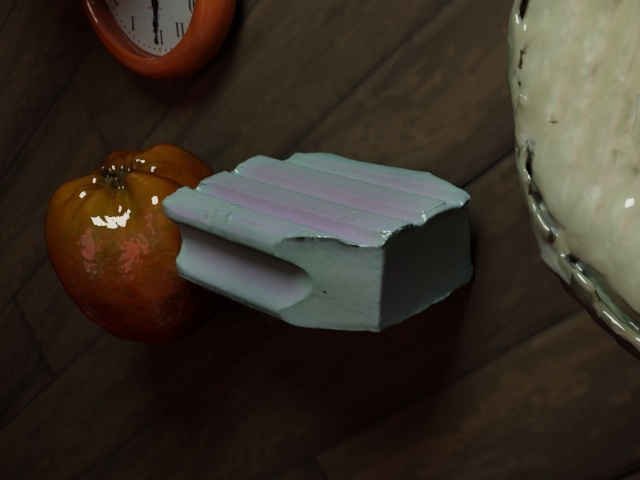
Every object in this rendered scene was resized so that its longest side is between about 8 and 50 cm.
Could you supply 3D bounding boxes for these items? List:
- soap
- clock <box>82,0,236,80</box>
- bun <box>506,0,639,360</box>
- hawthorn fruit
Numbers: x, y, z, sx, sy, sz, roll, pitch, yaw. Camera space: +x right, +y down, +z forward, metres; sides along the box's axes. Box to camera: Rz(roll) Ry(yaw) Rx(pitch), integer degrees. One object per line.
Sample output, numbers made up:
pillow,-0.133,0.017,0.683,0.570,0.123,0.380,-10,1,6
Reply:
soap,0.000,0.000,0.818,0.230,0.145,0.091,19,127,45
clock,-0.152,-0.250,0.938,0.205,0.051,0.205,17,116,39
bun,0.267,-0.071,0.465,0.360,0.211,0.359,7,100,47
hawthorn fruit,-0.160,0.005,0.956,0.189,0.189,0.189,18,116,40
